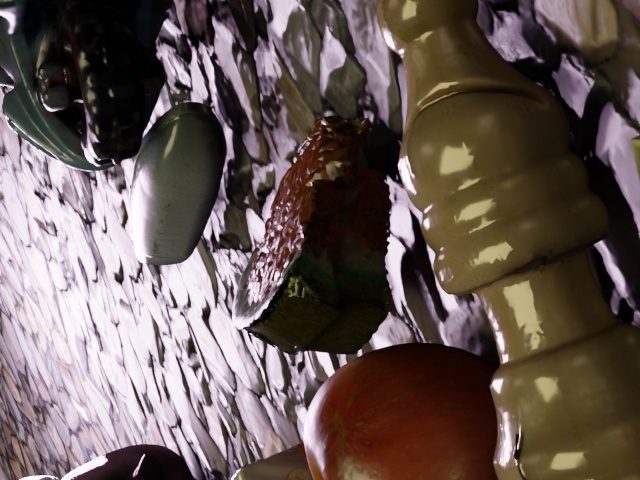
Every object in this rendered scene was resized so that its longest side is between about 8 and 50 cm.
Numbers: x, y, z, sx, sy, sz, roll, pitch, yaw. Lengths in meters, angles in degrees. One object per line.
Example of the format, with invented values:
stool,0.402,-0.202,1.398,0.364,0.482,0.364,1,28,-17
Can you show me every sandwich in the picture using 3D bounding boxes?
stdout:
sandwich,0.000,0.011,1.054,0.235,0.079,0.159,134,155,-69

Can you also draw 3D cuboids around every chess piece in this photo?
chess piece,0.103,-0.001,0.821,0.307,0.124,0.139,69,-159,5

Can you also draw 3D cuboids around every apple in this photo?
apple,0.070,0.145,1.005,0.163,0.139,0.163,63,171,17

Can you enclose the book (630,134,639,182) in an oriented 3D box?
book,0.187,0.005,0.742,0.077,0.014,0.111,19,130,61

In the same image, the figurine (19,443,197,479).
figurine,-0.173,0.387,1.718,0.365,0.206,0.218,43,163,42

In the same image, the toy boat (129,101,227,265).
toy boat,-0.126,-0.055,1.333,0.260,0.078,0.085,116,150,-65

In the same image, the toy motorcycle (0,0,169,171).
toy motorcycle,-0.212,-0.225,1.216,0.232,0.172,0.416,113,141,-66

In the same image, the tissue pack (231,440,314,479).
tissue pack,0.010,0.295,1.305,0.225,0.124,0.185,60,160,16
